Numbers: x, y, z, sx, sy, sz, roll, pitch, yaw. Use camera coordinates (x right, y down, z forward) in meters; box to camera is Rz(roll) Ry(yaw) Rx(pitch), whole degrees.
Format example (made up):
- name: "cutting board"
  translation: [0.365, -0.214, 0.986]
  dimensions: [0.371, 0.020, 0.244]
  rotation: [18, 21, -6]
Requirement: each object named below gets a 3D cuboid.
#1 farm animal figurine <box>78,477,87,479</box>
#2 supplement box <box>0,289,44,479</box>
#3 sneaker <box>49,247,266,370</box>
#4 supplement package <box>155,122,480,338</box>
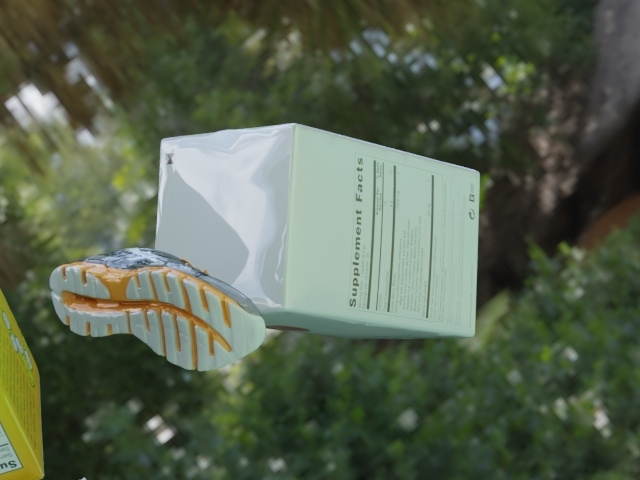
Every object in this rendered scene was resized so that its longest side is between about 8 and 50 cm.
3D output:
- name: "farm animal figurine"
  translation: [-0.216, 0.380, 1.873]
  dimensions: [0.172, 0.330, 0.327]
  rotation: [-34, -17, 12]
- name: "supplement box"
  translation: [-0.421, 0.076, 1.773]
  dimensions: [0.194, 0.195, 0.356]
  rotation: [-18, -58, 1]
- name: "sneaker"
  translation: [-0.125, 0.045, 1.514]
  dimensions: [0.083, 0.215, 0.084]
  rotation: [-27, -57, -46]
- name: "supplement package"
  translation: [0.000, 0.000, 1.787]
  dimensions: [0.177, 0.175, 0.293]
  rotation: [-3, -9, 41]
